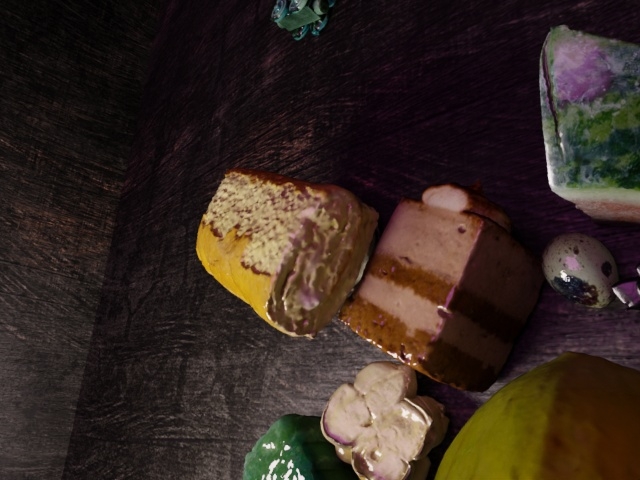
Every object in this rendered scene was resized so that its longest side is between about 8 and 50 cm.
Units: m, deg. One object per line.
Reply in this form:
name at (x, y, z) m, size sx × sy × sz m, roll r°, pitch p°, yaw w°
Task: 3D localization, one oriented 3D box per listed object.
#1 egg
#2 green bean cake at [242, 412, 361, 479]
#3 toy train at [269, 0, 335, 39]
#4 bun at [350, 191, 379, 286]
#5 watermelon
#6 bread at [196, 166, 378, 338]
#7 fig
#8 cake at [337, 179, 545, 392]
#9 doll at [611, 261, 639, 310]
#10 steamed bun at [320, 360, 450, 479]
egg at (0.346, 0.040, 0.655) m, size 0.085 × 0.085 × 0.110 m, roll -38°, pitch 58°, yaw 32°
green bean cake at (-0.031, 0.497, 0.829) m, size 0.300 × 0.169 × 0.308 m, roll -52°, pitch 42°, yaw 17°
toy train at (-0.044, -0.669, 1.378) m, size 0.203 × 0.112 × 0.163 m, roll 10°, pitch 76°, yaw 49°
bun at (0.000, 0.000, 1.018) m, size 0.239 × 0.141 × 0.239 m, roll -19°, pitch 63°, yaw 43°
watermelon at (0.393, -0.134, 0.601) m, size 0.232 × 0.310 × 0.193 m, roll 116°, pitch 166°, yaw -80°
bread at (-0.080, 0.007, 0.852) m, size 0.375 × 0.165 × 0.236 m, roll 19°, pitch 84°, yaw 56°
fig at (0.267, 0.282, 0.476) m, size 0.343 × 0.343 × 0.343 m, roll -22°, pitch 59°, yaw 42°
cake at (0.194, 0.055, 0.744) m, size 0.196 × 0.198 × 0.293 m, roll 24°, pitch 88°, yaw 55°
doll at (0.446, 0.012, 0.523) m, size 0.248 × 0.127 × 0.088 m, roll -34°, pitch 40°, yaw 24°
steamed bun at (0.111, 0.295, 0.795) m, size 0.177 × 0.106 × 0.192 m, roll 25°, pitch 72°, yaw 37°
